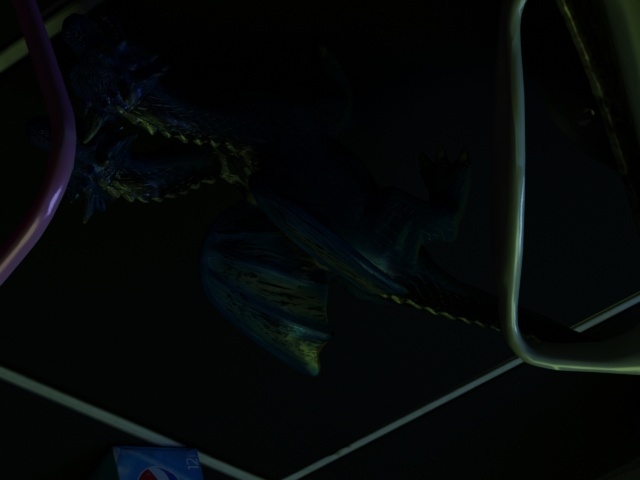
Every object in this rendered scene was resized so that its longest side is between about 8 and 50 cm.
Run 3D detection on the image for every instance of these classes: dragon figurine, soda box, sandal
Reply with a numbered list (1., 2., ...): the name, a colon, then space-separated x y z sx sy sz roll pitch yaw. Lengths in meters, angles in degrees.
1. dragon figurine: 0.000 0.000 0.670 0.085 0.289 0.144 -48 179 41
2. soda box: -0.154 0.228 1.054 0.067 0.071 0.210 6 141 -32
3. sandal: 0.199 -0.084 0.744 0.254 0.097 0.054 -2 147 -40

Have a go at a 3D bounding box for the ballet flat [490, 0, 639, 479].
1. ballet flat: 0.165 0.033 0.614 0.182 0.482 0.164 -20 -170 -11

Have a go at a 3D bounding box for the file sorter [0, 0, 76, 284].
1. file sorter: -0.245 -0.058 0.430 0.291 0.182 0.202 27 115 -40
